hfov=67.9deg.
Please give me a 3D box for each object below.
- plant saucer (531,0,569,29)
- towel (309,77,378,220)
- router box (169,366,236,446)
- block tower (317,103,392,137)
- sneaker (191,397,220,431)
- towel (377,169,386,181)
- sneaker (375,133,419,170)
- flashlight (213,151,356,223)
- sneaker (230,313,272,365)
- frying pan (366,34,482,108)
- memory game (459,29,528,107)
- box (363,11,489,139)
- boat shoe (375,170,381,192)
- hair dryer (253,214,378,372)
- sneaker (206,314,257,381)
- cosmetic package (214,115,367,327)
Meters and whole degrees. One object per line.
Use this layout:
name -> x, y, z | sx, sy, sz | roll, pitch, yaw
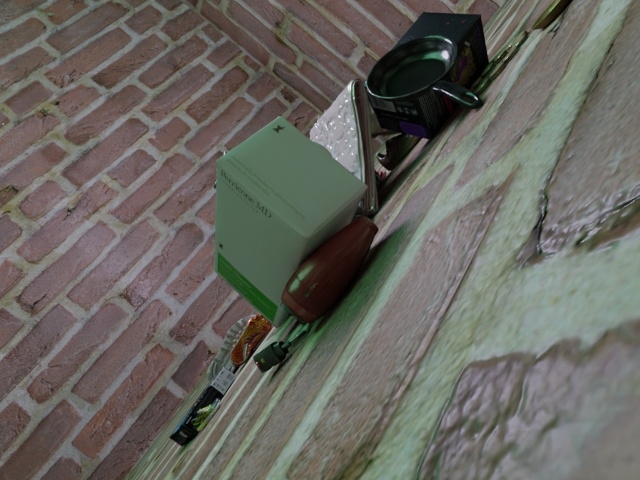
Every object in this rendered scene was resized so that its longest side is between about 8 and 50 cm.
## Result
plant saucer -> 0.393, -0.388, 0.802 | 0.083, 0.015, 0.083 | -51, 3, 4
towel -> 0.045, -0.194, 1.215 | 0.332, 0.053, 0.317 | 157, 110, -69
router box -> -0.300, 0.425, 1.215 | 0.133, 0.046, 0.179 | -49, 4, 44
block tower -> 0.166, -0.356, 1.404 | 0.335, 0.091, 0.097 | -10, 1, -2
sneaker -> -0.266, 0.400, 1.104 | 0.083, 0.035, 0.031 | -53, 4, -24
towel -> 0.101, -0.096, 1.536 | 0.275, 0.031, 0.199 | -49, 5, 42
sneaker -> 0.230, -0.282, 1.409 | 0.188, 0.071, 0.066 | -49, 4, 48
flashlight -> -0.073, -0.094, 1.023 | 0.103, 0.303, 0.103 | -143, 71, -76
sneaker -> -0.193, 0.269, 1.323 | 0.175, 0.064, 0.067 | -50, -8, -23
frying pan -> 0.234, -0.339, 0.959 | 0.326, 0.053, 0.197 | 27, 71, 43
memory game -> 0.353, -0.351, 0.978 | 0.186, 0.012, 0.186 | -52, 3, 4
box -> 0.255, -0.399, 1.137 | 0.270, 0.165, 0.143 | -52, -41, -14
boat shoe -> 0.117, -0.175, 1.347 | 0.335, 0.119, 0.121 | -90, 11, -48
hair dryer -> -0.009, 0.068, 0.790 | 0.293, 0.080, 0.224 | -49, 3, 31
sneaker -> -0.252, 0.321, 1.410 | 0.235, 0.090, 0.095 | -51, -7, -18
cosmetic package -> -0.075, -0.013, 0.868 | 0.155, 0.197, 0.366 | -42, -15, -29
